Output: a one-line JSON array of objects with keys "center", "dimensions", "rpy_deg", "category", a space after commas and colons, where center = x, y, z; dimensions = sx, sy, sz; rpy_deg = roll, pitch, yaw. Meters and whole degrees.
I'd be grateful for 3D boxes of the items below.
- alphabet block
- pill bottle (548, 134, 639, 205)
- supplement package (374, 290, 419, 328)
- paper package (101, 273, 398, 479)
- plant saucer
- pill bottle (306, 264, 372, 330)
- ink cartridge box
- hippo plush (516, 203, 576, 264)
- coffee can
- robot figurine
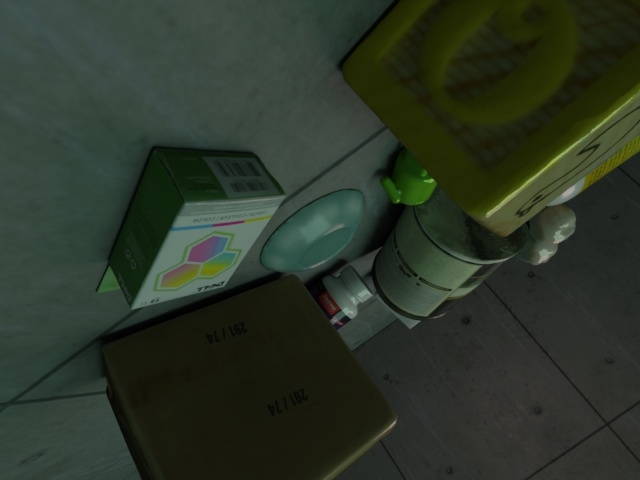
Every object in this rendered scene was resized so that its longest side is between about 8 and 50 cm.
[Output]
[{"center": [0.173, -0.136, 0.385], "dimensions": [0.192, 0.193, 0.197], "rpy_deg": [-45, 157, 20], "category": "alphabet block"}, {"center": [0.356, -0.171, 0.590], "dimensions": [0.334, 0.187, 0.188], "rpy_deg": [-35, 159, -2], "category": "pill bottle"}, {"center": [0.279, 0.087, 1.055], "dimensions": [0.244, 0.134, 0.139], "rpy_deg": [-46, -177, 27], "category": "supplement package"}, {"center": [-0.107, 0.244, 0.612], "dimensions": [0.325, 0.309, 0.168], "rpy_deg": [-20, 152, -36], "category": "paper package"}, {"center": [0.000, 0.000, 0.634], "dimensions": [0.195, 0.037, 0.195], "rpy_deg": [-31, 158, -14], "category": "plant saucer"}, {"center": [0.009, 0.140, 0.851], "dimensions": [0.194, 0.108, 0.108], "rpy_deg": [-38, 159, 5], "category": "pill bottle"}, {"center": [-0.135, 0.008, 0.406], "dimensions": [0.109, 0.062, 0.209], "rpy_deg": [-11, 149, -49], "category": "ink cartridge box"}, {"center": [0.455, -0.094, 0.848], "dimensions": [0.237, 0.234, 0.294], "rpy_deg": [-29, 158, -15], "category": "hippo plush"}, {"center": [0.233, 0.016, 0.791], "dimensions": [0.202, 0.201, 0.275], "rpy_deg": [-26, 157, -23], "category": "coffee can"}, {"center": [0.140, -0.095, 0.597], "dimensions": [0.101, 0.067, 0.115], "rpy_deg": [-39, 161, -15], "category": "robot figurine"}]
